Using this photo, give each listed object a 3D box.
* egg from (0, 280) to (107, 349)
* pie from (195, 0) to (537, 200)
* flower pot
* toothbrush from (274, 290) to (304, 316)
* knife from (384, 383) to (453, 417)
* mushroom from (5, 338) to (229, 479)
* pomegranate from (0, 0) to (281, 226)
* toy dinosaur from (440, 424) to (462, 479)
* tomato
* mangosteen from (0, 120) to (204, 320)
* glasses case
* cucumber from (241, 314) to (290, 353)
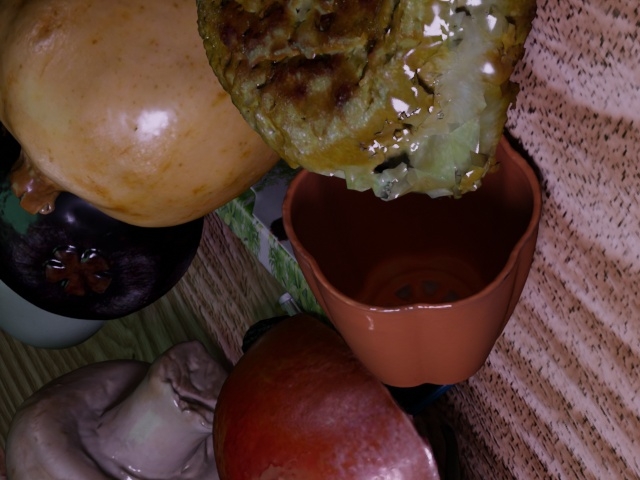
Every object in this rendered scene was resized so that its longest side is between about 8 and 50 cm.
[{"bbox_3d":[-0.356,0.009,2.431,0.203,0.203,0.283,34,146,56],"label":"egg"},{"bbox_3d":[0.022,-0.196,1.332,0.355,0.103,0.288,55,133,27],"label":"pie"},{"bbox_3d":[0.072,0.020,1.443,0.190,0.190,0.173,53,164,32],"label":"flower pot"},{"bbox_3d":[-0.030,0.063,1.835,0.024,0.021,0.288,60,176,1],"label":"toothbrush"},{"bbox_3d":[0.087,0.133,1.723,0.296,0.026,0.044,127,130,-67],"label":"knife"},{"bbox_3d":[-0.218,0.241,2.255,0.297,0.297,0.290,54,132,31],"label":"mushroom"},{"bbox_3d":[-0.140,-0.156,1.633,0.307,0.307,0.307,51,154,37],"label":"pomegranate"},{"bbox_3d":[0.115,0.290,1.733,0.179,0.087,0.187,55,155,25],"label":"toy dinosaur"},{"bbox_3d":[-0.004,0.235,1.643,0.338,0.143,0.338,55,159,33],"label":"tomato"},{"bbox_3d":[-0.253,-0.065,2.084,0.302,0.275,0.275,-86,-5,-47],"label":"mangosteen"},{"bbox_3d":[0.000,0.000,1.700,0.272,0.095,0.062,45,146,44],"label":"glasses case"},{"bbox_3d":[-0.037,0.106,1.955,0.052,0.058,0.214,35,167,-13],"label":"cucumber"}]
